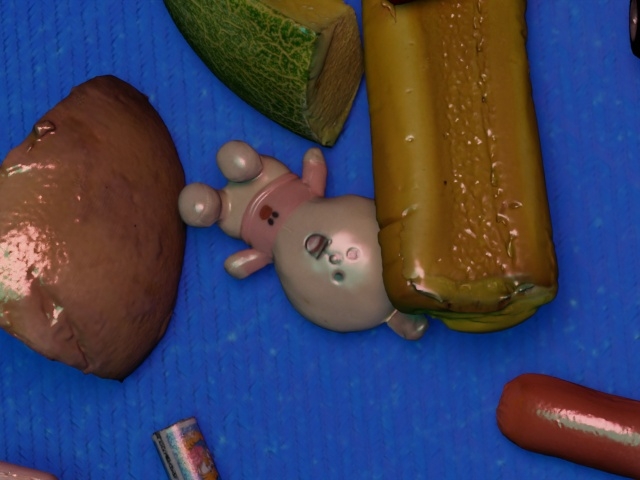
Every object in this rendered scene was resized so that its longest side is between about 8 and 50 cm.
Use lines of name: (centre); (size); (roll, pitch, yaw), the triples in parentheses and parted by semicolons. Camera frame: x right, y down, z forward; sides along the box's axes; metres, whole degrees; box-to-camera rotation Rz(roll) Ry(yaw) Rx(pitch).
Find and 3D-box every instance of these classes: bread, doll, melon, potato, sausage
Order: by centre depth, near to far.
bread: (0.125, -0.094, 1.772); (0.166, 0.112, 0.383); (-1, 71, -11)
sausage: (0.264, 0.180, 1.781); (0.194, 0.077, 0.077); (14, 90, 12)
potato: (-0.216, -0.016, 1.825); (0.189, 0.211, 0.264); (33, 90, 13)
doll: (-0.002, -0.001, 1.832); (0.275, 0.113, 0.155); (31, 91, 4)
melon: (-0.092, -0.243, 1.844); (0.124, 0.196, 0.323); (-40, 67, -19)

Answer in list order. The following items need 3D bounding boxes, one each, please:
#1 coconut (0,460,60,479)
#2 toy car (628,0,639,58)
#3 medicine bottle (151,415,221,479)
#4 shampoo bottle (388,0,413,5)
coconut: (-0.323, 0.299, 1.855); (0.162, 0.161, 0.161); (14, 90, 3)
toy car: (0.386, -0.291, 1.757); (0.193, 0.118, 0.301); (-2, 85, 1)
medicine bottle: (-0.112, 0.272, 1.865); (0.051, 0.051, 0.191); (-24, 84, 10)
shampoo bottle: (0.170, -0.296, 1.767); (0.260, 0.064, 0.102); (-18, 58, -20)
